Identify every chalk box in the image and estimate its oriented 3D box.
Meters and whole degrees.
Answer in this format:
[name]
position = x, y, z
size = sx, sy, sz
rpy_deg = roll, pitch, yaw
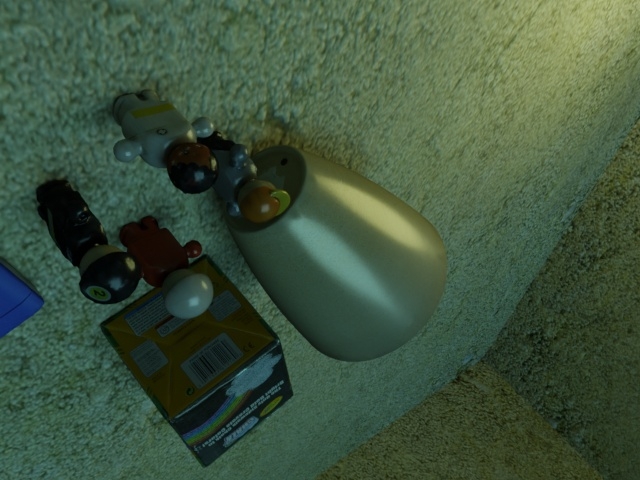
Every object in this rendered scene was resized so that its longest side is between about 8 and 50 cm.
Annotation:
[chalk box]
position = -0.166, 0.197, 0.989
size = 0.180, 0.179, 0.289
rpy_deg = -35, 153, -19

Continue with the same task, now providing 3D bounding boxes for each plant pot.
[plant pot]
position = 0.000, 0.000, 0.901
size = 0.256, 0.256, 0.274
rpy_deg = -46, 137, 3

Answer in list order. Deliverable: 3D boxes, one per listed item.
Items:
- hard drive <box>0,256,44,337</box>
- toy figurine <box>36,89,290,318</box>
[hard drive]
position = -0.415, 0.045, 0.581
size = 0.210, 0.040, 0.318
rpy_deg = -37, 152, -12
[toy figurine]
position = -0.160, -0.030, 0.706
size = 0.209, 0.148, 0.213
rpy_deg = -47, 152, 5
